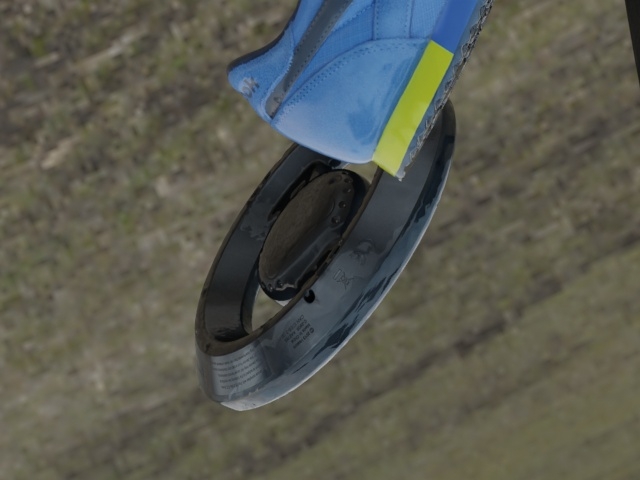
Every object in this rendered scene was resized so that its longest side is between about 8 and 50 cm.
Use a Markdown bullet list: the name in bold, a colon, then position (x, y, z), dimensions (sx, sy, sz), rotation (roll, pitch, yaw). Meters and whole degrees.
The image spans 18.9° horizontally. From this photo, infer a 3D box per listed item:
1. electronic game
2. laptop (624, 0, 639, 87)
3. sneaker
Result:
- **electronic game**: position (0.000, 0.000, 1.141), dimensions (0.229, 0.048, 0.229), rotation (-45, -158, 24)
- **laptop**: position (0.303, -0.160, 1.079), dimensions (0.234, 0.136, 0.264), rotation (-38, 163, 35)
- **sneaker**: position (0.037, -0.126, 0.634), dimensions (0.209, 0.082, 0.069), rotation (-63, 174, 10)
